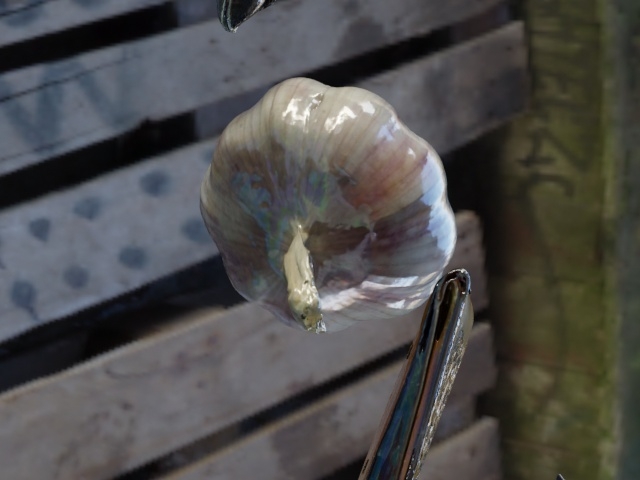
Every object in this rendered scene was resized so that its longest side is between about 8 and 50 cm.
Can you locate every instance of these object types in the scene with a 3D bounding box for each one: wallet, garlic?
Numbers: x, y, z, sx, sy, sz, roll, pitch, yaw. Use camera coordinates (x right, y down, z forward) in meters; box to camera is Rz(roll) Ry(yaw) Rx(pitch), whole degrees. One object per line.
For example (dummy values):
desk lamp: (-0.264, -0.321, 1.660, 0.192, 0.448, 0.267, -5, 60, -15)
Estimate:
wallet: (0.069, 0.119, 1.175, 0.161, 0.042, 0.195, 71, 40, -85)
garlic: (0.000, 0.000, 1.451, 0.253, 0.245, 0.245, -70, 144, -54)

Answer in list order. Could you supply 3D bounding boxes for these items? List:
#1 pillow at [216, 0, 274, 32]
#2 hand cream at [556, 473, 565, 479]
pillow: (-0.064, -0.255, 1.433, 0.091, 0.055, 0.135, -24, 125, -33)
hand cream: (0.242, 0.300, 1.271, 0.076, 0.336, 0.121, 0, 105, -15)
